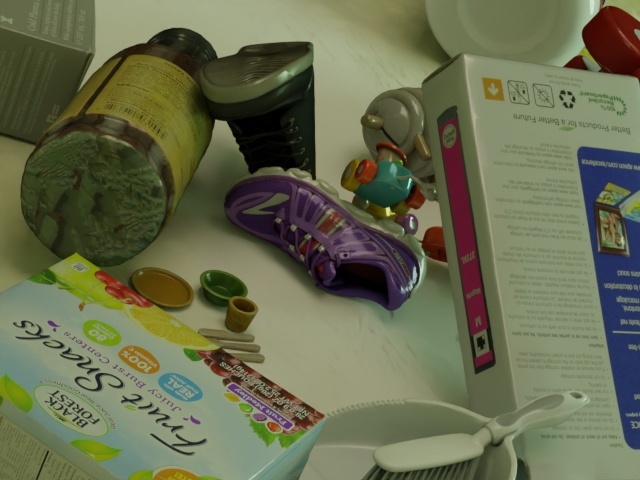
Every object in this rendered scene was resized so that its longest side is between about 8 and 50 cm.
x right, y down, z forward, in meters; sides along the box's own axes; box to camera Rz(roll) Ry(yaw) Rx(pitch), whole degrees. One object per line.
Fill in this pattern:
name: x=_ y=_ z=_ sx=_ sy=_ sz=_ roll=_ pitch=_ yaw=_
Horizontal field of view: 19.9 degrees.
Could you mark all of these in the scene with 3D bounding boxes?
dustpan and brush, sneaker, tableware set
dustpan and brush: x=0.094 y=0.141 z=1.211 sx=0.211 sy=0.060 sz=0.147 roll=-8 pitch=35 yaw=-35
sneaker: x=0.000 y=0.000 z=1.419 sx=0.169 sy=0.068 sz=0.071 roll=24 pitch=41 yaw=8
sneaker: x=-0.037 y=-0.090 z=1.438 sx=0.083 sy=0.118 sz=0.222 roll=-4 pitch=11 yaw=11
tableware set: x=-0.114 y=0.043 z=1.300 sx=0.154 sy=0.024 sz=0.104 roll=7 pitch=32 yaw=-27

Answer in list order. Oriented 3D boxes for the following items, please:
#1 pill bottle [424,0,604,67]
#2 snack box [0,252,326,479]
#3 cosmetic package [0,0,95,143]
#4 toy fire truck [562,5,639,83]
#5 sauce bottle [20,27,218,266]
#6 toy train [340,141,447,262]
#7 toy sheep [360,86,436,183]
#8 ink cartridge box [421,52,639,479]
pill bottle: x=0.228 y=-0.301 z=1.979 sx=0.181 sy=0.182 sz=0.323 roll=25 pitch=28 yaw=3
snack box: x=-0.128 y=0.109 z=1.126 sx=0.207 sy=0.070 sz=0.174 roll=31 pitch=29 yaw=17
cosmetic package: x=-0.305 y=-0.171 z=1.444 sx=0.238 sy=0.107 sz=0.127 roll=17 pitch=31 yaw=-18
toy fire truck: x=0.307 y=-0.051 z=1.654 sx=0.254 sy=0.169 sz=0.302 roll=33 pitch=24 yaw=-23
sauce bottle: x=-0.137 y=-0.088 z=1.409 sx=0.111 sy=0.111 sz=0.344 roll=23 pitch=23 yaw=-1
toy train: x=0.083 y=-0.029 z=1.463 sx=0.125 sy=0.166 sz=0.046 roll=11 pitch=68 yaw=18
toy sheep: x=0.081 y=-0.094 z=1.617 sx=0.091 sy=0.091 sz=0.132 roll=44 pitch=16 yaw=33
ink cartridge box: x=0.185 y=0.046 z=1.354 sx=0.175 sy=0.069 sz=0.371 roll=4 pitch=67 yaw=-32
